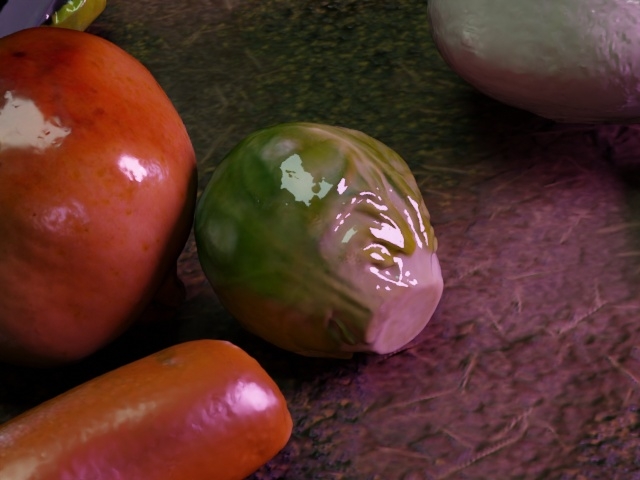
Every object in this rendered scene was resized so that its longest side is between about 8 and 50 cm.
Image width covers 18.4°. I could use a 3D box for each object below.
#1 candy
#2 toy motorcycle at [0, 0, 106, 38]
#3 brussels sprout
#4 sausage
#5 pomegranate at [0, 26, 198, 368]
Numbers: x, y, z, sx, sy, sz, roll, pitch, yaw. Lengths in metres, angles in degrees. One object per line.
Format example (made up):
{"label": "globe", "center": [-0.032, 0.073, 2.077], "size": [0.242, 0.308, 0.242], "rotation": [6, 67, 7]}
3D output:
{"label": "candy", "center": [0.205, -0.183, 1.343], "size": [0.295, 0.185, 0.295], "rotation": [-11, 19, 4]}
{"label": "toy motorcycle", "center": [-0.325, -0.165, 1.497], "size": [0.200, 0.191, 0.326], "rotation": [6, 53, 35]}
{"label": "brussels sprout", "center": [0.000, -0.002, 1.179], "size": [0.155, 0.117, 0.155], "rotation": [8, 46, -8]}
{"label": "sausage", "center": [-0.125, 0.125, 1.067], "size": [0.238, 0.098, 0.098], "rotation": [-28, 37, -28]}
{"label": "pomegranate", "center": [-0.171, -0.029, 1.205], "size": [0.209, 0.209, 0.209], "rotation": [-6, 33, 4]}
